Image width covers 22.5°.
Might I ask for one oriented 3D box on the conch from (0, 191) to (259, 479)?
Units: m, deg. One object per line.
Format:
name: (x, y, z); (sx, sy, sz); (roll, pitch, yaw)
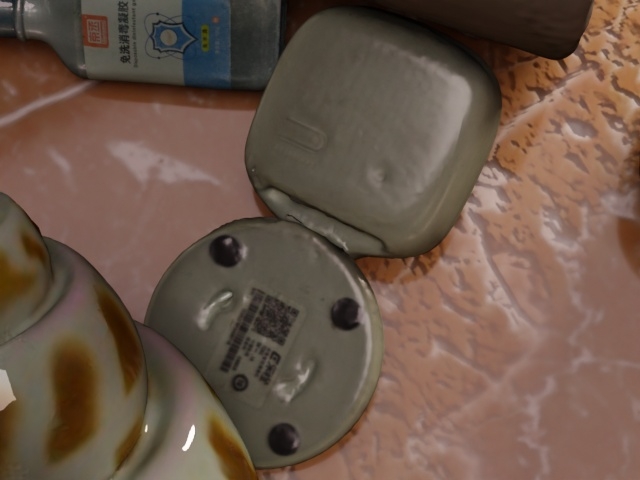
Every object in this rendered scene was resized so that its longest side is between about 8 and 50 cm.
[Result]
conch: (-0.147, 0.126, 0.894); (0.249, 0.368, 0.197); (14, 62, 41)

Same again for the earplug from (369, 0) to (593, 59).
earplug: (0.011, -0.304, 0.959); (0.394, 0.312, 0.312); (17, 80, 7)

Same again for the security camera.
security camera: (0.000, 0.000, 1.015); (0.157, 0.080, 0.301); (26, 92, 16)

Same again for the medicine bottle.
medicine bottle: (-0.127, -0.144, 1.039); (0.209, 0.090, 0.053); (4, 36, 2)
